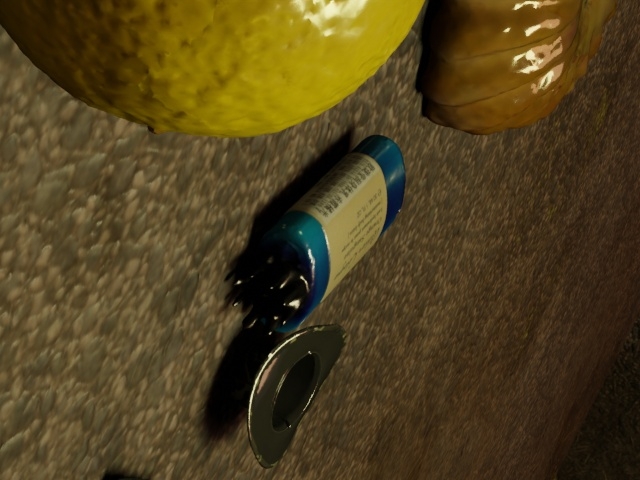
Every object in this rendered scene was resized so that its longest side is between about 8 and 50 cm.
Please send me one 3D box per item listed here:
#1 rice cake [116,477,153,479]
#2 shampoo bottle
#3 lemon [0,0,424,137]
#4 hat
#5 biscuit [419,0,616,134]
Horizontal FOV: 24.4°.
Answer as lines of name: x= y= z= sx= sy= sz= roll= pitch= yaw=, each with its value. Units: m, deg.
rice cake: x=-0.145 y=0.250 z=0.908 sx=0.080 sy=0.042 sz=0.222 roll=46 pitch=67 yaw=-75
shampoo bottle: x=0.000 y=0.000 z=1.008 sx=0.183 sy=0.050 sz=0.087 roll=-46 pitch=155 yaw=-49
lemon: x=-0.039 y=-0.134 z=0.537 sx=0.178 sy=0.178 sz=0.203 roll=-36 pitch=144 yaw=-58
hat: x=-0.030 y=0.099 z=1.040 sx=0.121 sy=0.050 sz=0.121 roll=-48 pitch=152 yaw=-35
biscuit: x=0.189 y=-0.230 z=1.205 sx=0.326 sy=0.107 sz=0.326 roll=-55 pitch=161 yaw=-29
